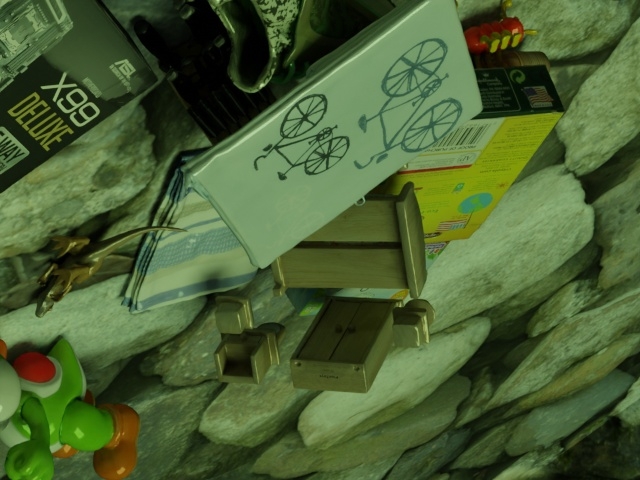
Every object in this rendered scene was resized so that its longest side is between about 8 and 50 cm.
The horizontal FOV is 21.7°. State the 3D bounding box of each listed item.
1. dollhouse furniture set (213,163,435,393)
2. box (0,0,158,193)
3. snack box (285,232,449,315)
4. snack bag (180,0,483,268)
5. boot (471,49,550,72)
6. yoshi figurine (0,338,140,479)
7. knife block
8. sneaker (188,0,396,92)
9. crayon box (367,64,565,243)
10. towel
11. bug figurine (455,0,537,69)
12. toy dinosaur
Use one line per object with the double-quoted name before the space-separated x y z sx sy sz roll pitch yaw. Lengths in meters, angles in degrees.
"dollhouse furniture set" 0.000 0.000 2.165 0.174 0.303 0.356 -57 143 -57
"box" -0.326 -0.180 1.627 0.242 0.076 0.307 -35 152 1
"snack box" 0.070 0.022 2.368 0.207 0.070 0.174 -1 138 -43
"snack bag" 0.022 -0.116 1.805 0.342 0.037 0.323 -37 158 -2
"boot" 0.202 -0.177 2.208 0.152 0.073 0.197 -9 141 -30
"yoshi figurine" -0.399 0.248 2.107 0.203 0.203 0.362 -36 150 18
"knife block" -0.119 -0.184 1.856 0.088 0.242 0.276 -34 -163 2
"sneaker" -0.043 -0.221 1.722 0.182 0.158 0.410 -64 148 -15
"crayon box" 0.154 -0.101 2.154 0.202 0.081 0.318 -6 151 -25
"towel" -0.131 -0.020 2.131 0.209 0.034 0.285 -14 146 -34
"bug figurine" 0.187 -0.293 1.997 0.216 0.072 0.279 -15 152 -20
"toy dinosaur" -0.279 0.018 2.023 0.211 0.064 0.112 -31 171 15
